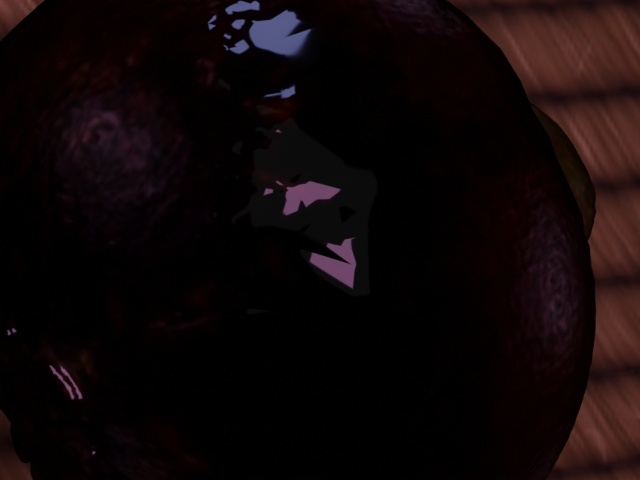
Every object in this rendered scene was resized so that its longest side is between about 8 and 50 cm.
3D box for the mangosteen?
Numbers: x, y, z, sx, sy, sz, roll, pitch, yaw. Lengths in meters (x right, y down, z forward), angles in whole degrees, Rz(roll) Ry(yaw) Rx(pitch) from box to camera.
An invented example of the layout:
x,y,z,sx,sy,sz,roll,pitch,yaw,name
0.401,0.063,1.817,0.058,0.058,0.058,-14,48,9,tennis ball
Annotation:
x,y,z,sx,sy,sz,roll,pitch,yaw,name
-0.009,0.007,0.753,0.293,0.297,0.297,-20,90,-13,mangosteen
